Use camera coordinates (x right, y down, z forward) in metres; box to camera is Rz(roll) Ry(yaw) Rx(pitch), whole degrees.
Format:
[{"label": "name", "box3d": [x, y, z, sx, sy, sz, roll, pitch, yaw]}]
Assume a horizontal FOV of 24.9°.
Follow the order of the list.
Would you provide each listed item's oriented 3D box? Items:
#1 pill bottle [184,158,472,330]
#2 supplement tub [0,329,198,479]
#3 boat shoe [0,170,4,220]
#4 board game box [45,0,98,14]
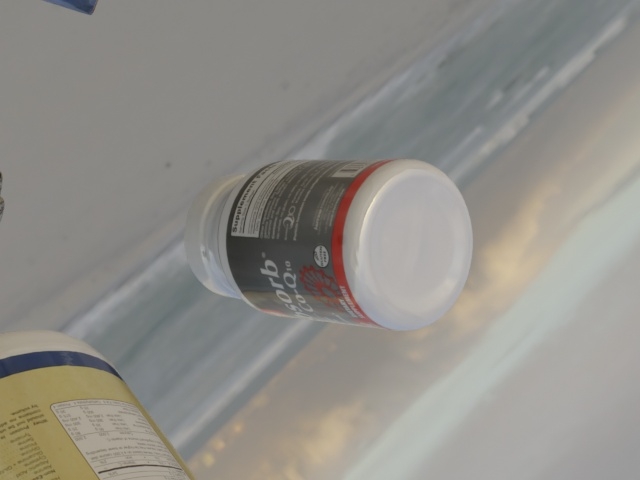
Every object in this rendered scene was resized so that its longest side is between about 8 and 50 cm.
[{"label": "pill bottle", "box3d": [0.000, 0.000, 1.866, 0.363, 0.210, 0.210, 3, -142, 49]}, {"label": "supplement tub", "box3d": [-0.161, 0.237, 0.934, 0.228, 0.316, 0.228, -28, 146, -21]}, {"label": "boat shoe", "box3d": [-0.221, -0.012, 0.865, 0.153, 0.048, 0.056, 129, -18, -70]}, {"label": "board game box", "box3d": [-0.112, -0.272, 0.856, 0.243, 0.042, 0.165, 126, -25, -53]}]
